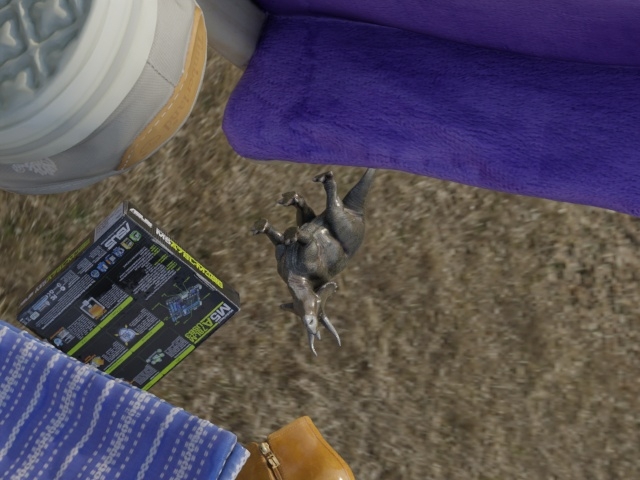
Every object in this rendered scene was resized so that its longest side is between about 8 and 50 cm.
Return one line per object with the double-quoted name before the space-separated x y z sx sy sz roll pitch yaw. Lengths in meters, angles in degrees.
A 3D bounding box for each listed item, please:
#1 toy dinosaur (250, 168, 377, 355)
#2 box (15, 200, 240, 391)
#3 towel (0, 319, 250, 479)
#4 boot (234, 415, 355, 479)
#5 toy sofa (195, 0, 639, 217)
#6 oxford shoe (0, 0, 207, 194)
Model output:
"toy dinosaur" 0.000 0.000 1.802 0.160 0.121 0.313 56 48 -34
"box" -0.223 0.076 1.419 0.191 0.045 0.184 -42 117 15
"towel" -0.232 0.194 0.910 0.243 0.336 0.040 -57 136 -18
"boot" -0.077 0.392 1.625 0.295 0.104 0.211 -41 57 1
"toy sofa" 0.091 -0.119 0.704 0.363 0.150 0.177 12 85 20
"oxford shoe" -0.235 -0.130 0.610 0.449 0.130 0.169 22 89 30
